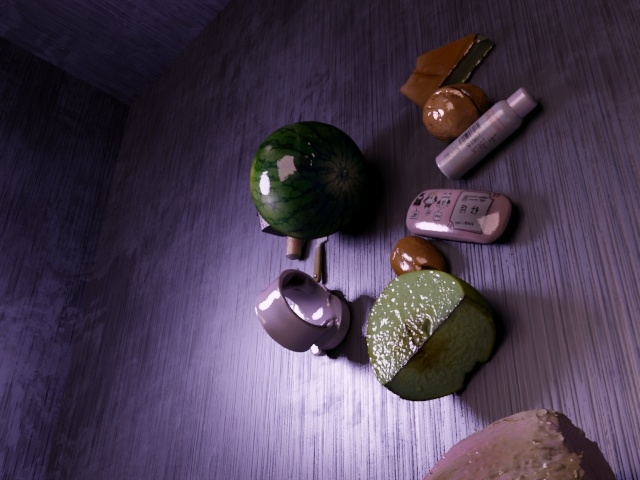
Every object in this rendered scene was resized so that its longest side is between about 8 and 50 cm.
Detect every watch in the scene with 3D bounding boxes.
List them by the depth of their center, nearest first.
[{"bbox_3d":[-0.068,0.185,1.870,0.196,0.231,0.244,-47,40,28],"label":"watch"}]

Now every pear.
[{"bbox_3d":[0.228,0.188,1.530,0.292,0.159,0.292,-33,41,34],"label":"pear"}]

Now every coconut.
[{"bbox_3d":[0.290,0.486,1.035,0.404,0.405,0.404,-33,44,38],"label":"coconut"}]

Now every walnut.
[{"bbox_3d":[0.338,-0.323,1.752,0.180,0.144,0.144,1,68,63],"label":"walnut"}]

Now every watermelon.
[{"bbox_3d":[-0.033,-0.171,1.978,0.363,0.363,0.363,-33,44,38],"label":"watermelon"}]

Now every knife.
[{"bbox_3d":[0.002,0.001,2.094,0.047,0.017,0.297,-32,40,36],"label":"knife"}]

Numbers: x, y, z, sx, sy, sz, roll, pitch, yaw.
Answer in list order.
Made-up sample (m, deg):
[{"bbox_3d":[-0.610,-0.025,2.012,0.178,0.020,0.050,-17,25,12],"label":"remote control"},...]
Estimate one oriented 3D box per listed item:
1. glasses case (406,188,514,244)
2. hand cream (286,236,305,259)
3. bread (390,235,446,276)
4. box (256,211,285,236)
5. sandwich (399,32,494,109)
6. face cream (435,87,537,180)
[{"bbox_3d":[0.318,-0.059,1.646,0.314,0.075,0.122,11,78,56],"label":"glasses case"},{"bbox_3d":[-0.075,-0.036,2.174,0.084,0.084,0.203,-21,56,46],"label":"hand cream"},{"bbox_3d":[0.228,0.048,1.701,0.114,0.077,0.189,-57,31,1],"label":"bread"},{"bbox_3d":[-0.137,-0.062,2.241,0.084,0.122,0.069,-34,55,39],"label":"box"},{"bbox_3d":[0.330,-0.479,1.933,0.245,0.063,0.212,-52,33,14],"label":"sandwich"},{"bbox_3d":[0.395,-0.255,1.671,0.269,0.082,0.082,-44,38,29],"label":"face cream"}]
